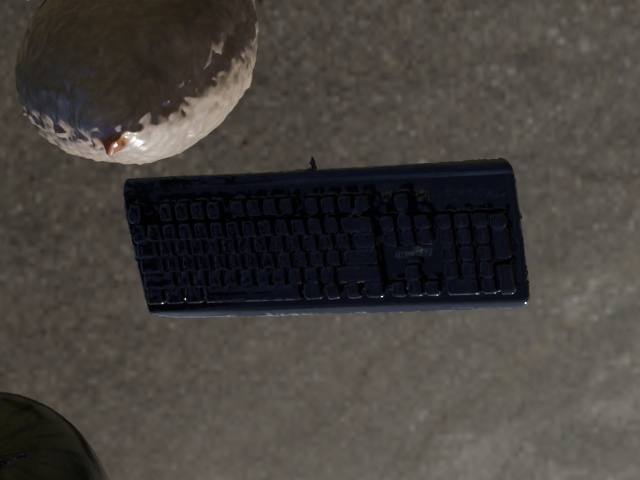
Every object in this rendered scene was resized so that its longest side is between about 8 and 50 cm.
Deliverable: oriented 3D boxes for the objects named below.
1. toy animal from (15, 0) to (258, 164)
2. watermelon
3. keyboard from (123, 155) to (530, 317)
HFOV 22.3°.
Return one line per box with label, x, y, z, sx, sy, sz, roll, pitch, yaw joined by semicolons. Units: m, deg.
toy animal;-0.179;-0.174;1.554;0.226;0.358;0.188;-14;116;18
watermelon;-0.094;0.086;0.470;0.078;0.078;0.111;-2;144;3
keyboard;0.000;0.000;0.899;0.230;0.025;0.094;-3;110;21
